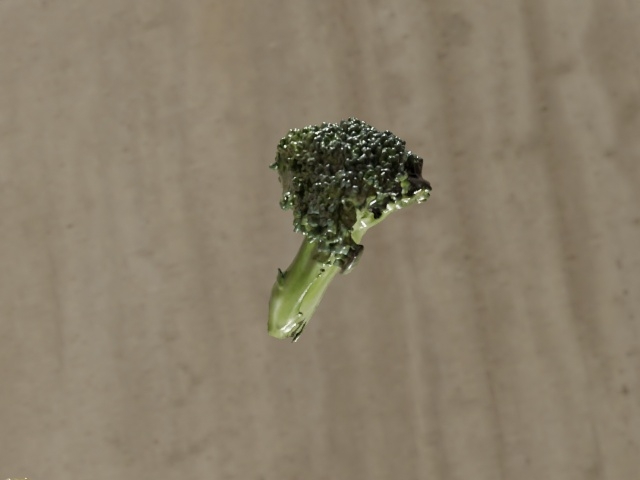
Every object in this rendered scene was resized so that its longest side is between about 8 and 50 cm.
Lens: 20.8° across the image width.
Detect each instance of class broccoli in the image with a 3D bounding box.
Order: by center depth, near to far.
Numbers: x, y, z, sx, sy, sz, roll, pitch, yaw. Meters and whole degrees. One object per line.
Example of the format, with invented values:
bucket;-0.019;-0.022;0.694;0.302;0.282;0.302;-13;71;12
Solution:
broccoli;0.001;-0.001;1.321;0.118;0.204;0.122;-20;-126;-44

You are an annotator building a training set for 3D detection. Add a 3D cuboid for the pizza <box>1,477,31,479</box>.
pizza;-0.274;0.317;1.563;0.258;0.268;0.087;-47;-59;-37
